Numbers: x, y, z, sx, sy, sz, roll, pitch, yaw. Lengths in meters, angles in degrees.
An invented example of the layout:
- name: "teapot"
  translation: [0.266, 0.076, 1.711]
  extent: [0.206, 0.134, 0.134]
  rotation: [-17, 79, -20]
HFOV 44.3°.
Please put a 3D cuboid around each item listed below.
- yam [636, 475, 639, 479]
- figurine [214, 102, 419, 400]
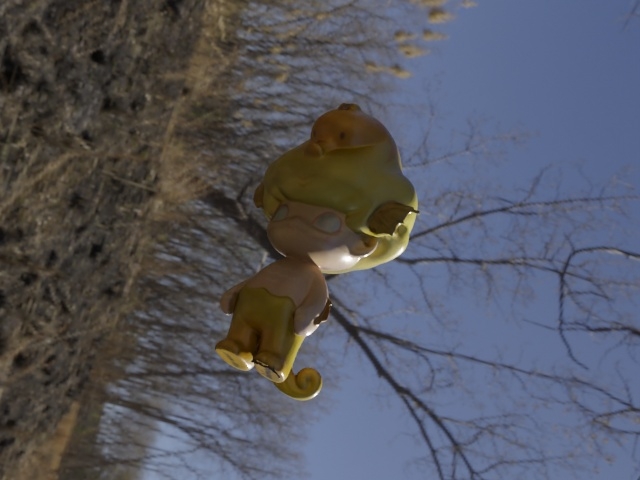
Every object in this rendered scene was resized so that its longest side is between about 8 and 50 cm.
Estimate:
- name: "yam"
  translation: [0.235, 0.176, 0.524]
  extent: [0.061, 0.061, 0.253]
  rotation: [-94, -169, -53]
- name: "figurine"
  translation: [0.000, 0.000, 0.649]
  extent: [0.156, 0.131, 0.246]
  rotation: [16, -116, 32]
